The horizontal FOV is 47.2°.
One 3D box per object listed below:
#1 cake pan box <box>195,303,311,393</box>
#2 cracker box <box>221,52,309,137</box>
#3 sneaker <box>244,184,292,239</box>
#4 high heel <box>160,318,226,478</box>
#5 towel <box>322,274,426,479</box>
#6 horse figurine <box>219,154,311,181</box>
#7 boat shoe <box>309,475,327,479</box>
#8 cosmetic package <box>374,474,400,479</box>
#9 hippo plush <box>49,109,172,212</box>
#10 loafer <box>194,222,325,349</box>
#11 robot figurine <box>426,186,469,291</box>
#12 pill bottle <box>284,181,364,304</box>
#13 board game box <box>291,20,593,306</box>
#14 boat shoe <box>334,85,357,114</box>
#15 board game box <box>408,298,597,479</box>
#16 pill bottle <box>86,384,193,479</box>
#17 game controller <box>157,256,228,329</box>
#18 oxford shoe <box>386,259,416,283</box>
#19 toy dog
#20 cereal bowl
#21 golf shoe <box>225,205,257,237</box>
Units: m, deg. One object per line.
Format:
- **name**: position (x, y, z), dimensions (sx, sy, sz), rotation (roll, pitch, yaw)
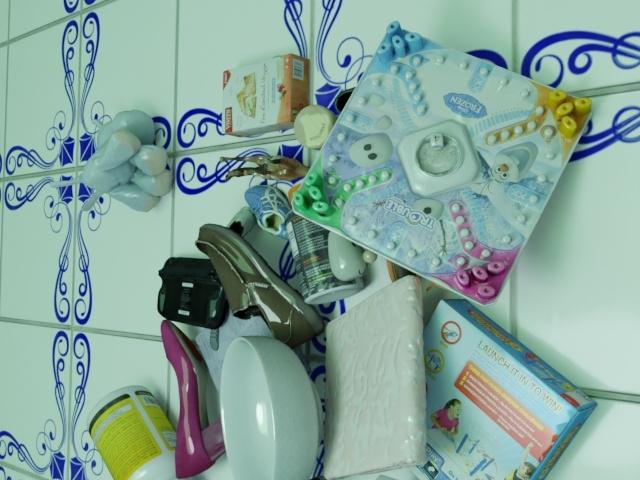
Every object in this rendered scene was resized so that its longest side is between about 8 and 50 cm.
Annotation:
- **cake pan box**: position (-0.161, 0.267, 1.706), dimensions (0.246, 0.070, 0.267), rotation (-48, 59, 31)
- **cracker box**: position (-0.132, -0.334, 1.711), dimensions (0.232, 0.067, 0.156), rotation (-3, 85, 42)
- **sneaker**: position (-0.113, -0.069, 1.671), dimensions (0.211, 0.081, 0.080), rotation (37, 113, 38)
- **high heel**: position (-0.351, 0.380, 1.790), dimensions (0.181, 0.127, 0.377), rotation (-32, 65, 0)
- **towel**: position (0.098, 0.268, 1.374), dimensions (0.317, 0.053, 0.332), rotation (-40, 43, 54)
- **horse figurine**: position (-0.115, -0.159, 1.645), dimensions (0.263, 0.174, 0.066), rotation (8, 97, 55)
- **boat shoe**: position (0.020, 0.566, 1.517), dimensions (0.183, 0.083, 0.065), rotation (36, 111, 37)
- **cosmetic package**: position (0.117, 0.583, 1.291), dimensions (0.138, 0.224, 0.224), rotation (4, 116, 43)
- **hippo plush**: position (-0.529, -0.221, 2.004), dimensions (0.294, 0.234, 0.237), rotation (-31, 36, 21)
- **loafer**: position (-0.157, 0.103, 1.595), dimensions (0.366, 0.134, 0.130), rotation (41, 75, 19)
- **robot figurine**: position (0.252, -0.003, 1.309), dimensions (0.128, 0.158, 0.220), rotation (27, 114, 51)
- **pill bottle**: position (0.000, 0.000, 1.535), dimensions (0.130, 0.130, 0.246), rotation (-26, 71, 38)
- **board game box**: position (0.199, -0.144, 1.240), dimensions (0.389, 0.050, 0.390), rotation (27, 82, 16)
- **boat shoe**: position (0.166, -0.252, 1.412), dimensions (0.340, 0.113, 0.127), rotation (22, 103, 40)
- **board game box**: position (0.273, 0.313, 1.306), dimensions (0.308, 0.086, 0.302), rotation (41, 114, 35)
- **pill bottle**: position (-0.444, 0.547, 1.860), dimensions (0.334, 0.188, 0.188), rotation (48, 117, 33)
- **game controller**: position (-0.319, 0.126, 1.824), dimensions (0.319, 0.067, 0.167), rotation (1, 91, 52)
- **oxford shoe**: position (0.194, -0.037, 1.391), dimensions (0.098, 0.097, 0.272), rotation (16, 100, 33)
- **toy dog**: position (0.073, -0.108, 1.384), dimensions (0.160, 0.220, 0.334), rotation (-12, 104, 28)
- **cereal bowl**: position (-0.090, 0.358, 1.487), dimensions (0.339, 0.141, 0.339), rotation (178, 90, -64)
- **golf shoe**: position (-0.219, -0.002, 1.749), dimensions (0.069, 0.086, 0.176), rotation (35, 116, 4)
